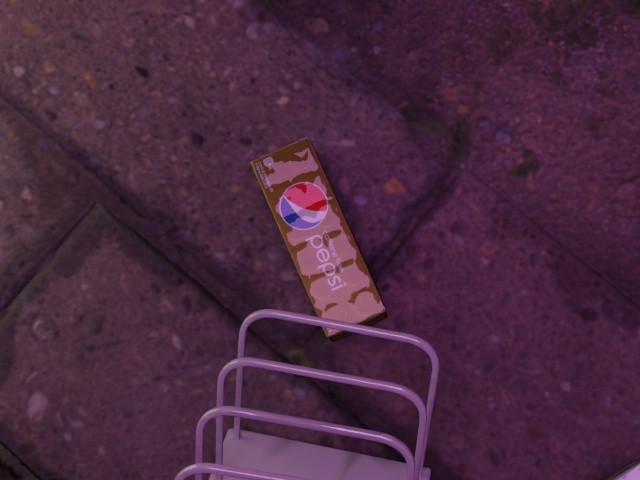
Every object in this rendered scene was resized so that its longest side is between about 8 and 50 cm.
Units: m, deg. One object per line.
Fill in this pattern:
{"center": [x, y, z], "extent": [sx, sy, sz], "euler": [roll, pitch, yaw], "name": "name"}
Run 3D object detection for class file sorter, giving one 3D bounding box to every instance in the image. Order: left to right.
{"center": [-0.015, 0.212, 1.094], "extent": [0.192, 0.278, 0.173], "euler": [10, 125, 7], "name": "file sorter"}

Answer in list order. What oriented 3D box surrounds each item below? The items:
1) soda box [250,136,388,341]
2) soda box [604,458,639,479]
{"center": [0.000, 0.000, 1.258], "extent": [0.061, 0.058, 0.181], "euler": [-24, 80, 1], "name": "soda box"}
{"center": [0.315, 0.300, 1.177], "extent": [0.074, 0.069, 0.216], "euler": [-34, 79, 0], "name": "soda box"}
